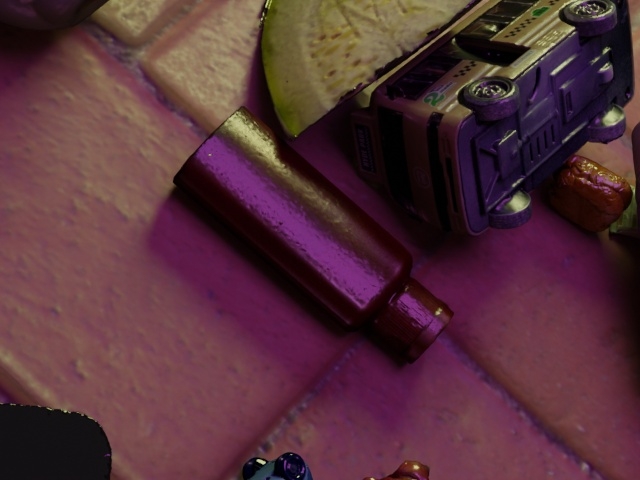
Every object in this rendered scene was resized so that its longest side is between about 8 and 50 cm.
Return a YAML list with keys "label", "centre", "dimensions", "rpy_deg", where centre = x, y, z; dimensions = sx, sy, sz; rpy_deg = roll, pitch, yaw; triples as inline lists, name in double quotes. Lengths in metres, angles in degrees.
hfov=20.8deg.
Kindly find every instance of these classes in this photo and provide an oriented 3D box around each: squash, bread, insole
- label: "squash"
  centre: [0.023, -0.214, 1.590]
  dimensions: [0.237, 0.204, 0.155]
  rpy_deg: [-35, 92, -3]
- label: "bread"
  centre: [0.255, -0.045, 1.654]
  dimensions: [0.083, 0.081, 0.046]
  rpy_deg: [17, 65, 36]
- label: "insole"
  centre: [-0.312, 0.145, 1.312]
  dimensions: [0.322, 0.007, 0.109]
  rpy_deg: [11, 60, -20]

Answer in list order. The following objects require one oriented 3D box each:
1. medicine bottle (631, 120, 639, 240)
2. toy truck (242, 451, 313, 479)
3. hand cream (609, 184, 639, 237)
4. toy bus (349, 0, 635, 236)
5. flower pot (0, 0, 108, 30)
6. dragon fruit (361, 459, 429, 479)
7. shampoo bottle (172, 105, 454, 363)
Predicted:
- label: "medicine bottle"
  centre: [0.372, 0.009, 1.609]
  dimensions: [0.152, 0.152, 0.254]
  rpy_deg: [6, 69, -23]
- label: "toy truck"
  centre: [-0.053, 0.226, 1.361]
  dimensions: [0.136, 0.063, 0.074]
  rpy_deg: [-39, 105, -36]
- label: "hand cream"
  centre: [0.351, -0.012, 1.712]
  dimensions: [0.143, 0.039, 0.061]
  rpy_deg: [17, 65, -7]
- label: "toy bus"
  centre: [0.166, -0.131, 1.606]
  dimensions: [0.157, 0.139, 0.289]
  rpy_deg: [17, 43, 37]
- label: "flower pot"
  centre: [-0.230, -0.296, 1.467]
  dimensions: [0.195, 0.246, 0.246]
  rpy_deg: [46, 53, -2]
- label: "dragon fruit"
  centre: [0.059, 0.242, 1.350]
  dimensions: [0.133, 0.136, 0.166]
  rpy_deg: [19, 16, 4]
- label: "shampoo bottle"
  centre: [0.000, 0.000, 1.510]
  dimensions: [0.260, 0.064, 0.102]
  rpy_deg: [41, 52, 0]
